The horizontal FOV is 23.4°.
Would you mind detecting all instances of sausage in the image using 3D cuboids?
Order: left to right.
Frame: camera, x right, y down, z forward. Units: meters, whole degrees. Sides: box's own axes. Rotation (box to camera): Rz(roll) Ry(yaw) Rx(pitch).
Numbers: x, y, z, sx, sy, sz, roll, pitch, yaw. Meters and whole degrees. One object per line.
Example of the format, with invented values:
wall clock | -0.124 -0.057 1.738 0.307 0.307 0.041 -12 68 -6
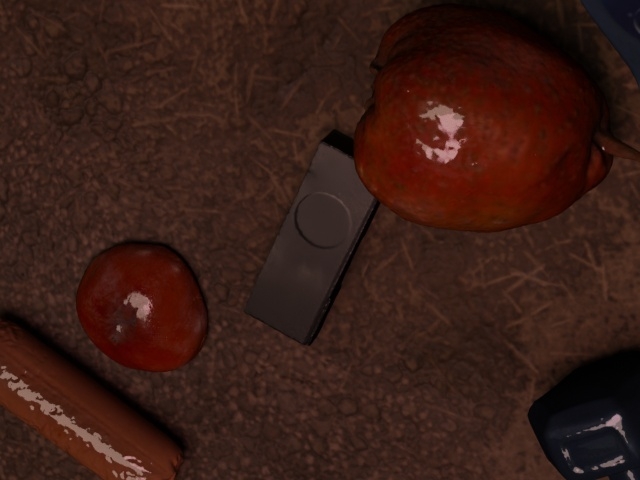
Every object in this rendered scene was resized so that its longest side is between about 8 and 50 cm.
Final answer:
sausage | -0.281 0.191 1.738 0.289 0.086 0.086 35 118 5

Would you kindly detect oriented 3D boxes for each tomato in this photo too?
tomato | -0.204 0.081 1.675 0.155 0.069 0.156 8 113 18

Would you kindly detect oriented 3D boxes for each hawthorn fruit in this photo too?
hawthorn fruit | 0.165 -0.098 1.393 0.262 0.210 0.211 15 116 5

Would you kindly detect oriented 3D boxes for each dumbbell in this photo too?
dumbbell | 0.332 0.273 1.514 0.144 0.160 0.325 -9 111 56

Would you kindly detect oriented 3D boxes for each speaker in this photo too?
speaker | 0.000 0.000 1.580 0.082 0.044 0.218 30 118 7

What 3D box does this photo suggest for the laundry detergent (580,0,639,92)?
laundry detergent | 0.328 -0.177 1.360 0.143 0.094 0.290 -24 101 25
